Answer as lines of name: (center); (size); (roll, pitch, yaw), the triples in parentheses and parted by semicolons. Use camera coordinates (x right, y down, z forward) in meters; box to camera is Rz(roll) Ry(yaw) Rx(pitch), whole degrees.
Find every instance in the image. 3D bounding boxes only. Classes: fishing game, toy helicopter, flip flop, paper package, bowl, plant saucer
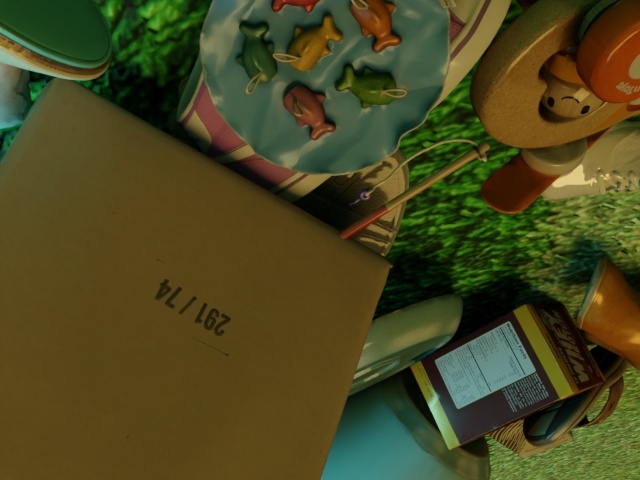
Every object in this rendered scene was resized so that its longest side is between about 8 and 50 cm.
fishing game: (0.005, -0.134, 0.516); (0.189, 0.041, 0.264); (-31, 105, 13)
toy helicopter: (0.286, -0.132, 0.654); (0.355, 0.140, 0.235); (-1, 140, -29)
flip flop: (0.431, 0.244, 1.138); (0.277, 0.080, 0.112); (-31, -177, -33)
paper package: (-0.144, 0.088, 0.581); (0.325, 0.309, 0.168); (30, 153, -20)
bowl: (0.140, 0.321, 1.108); (0.312, 0.311, 0.163); (25, 110, -40)
plant saucer: (0.055, 0.164, 0.950); (0.318, 0.043, 0.317); (-23, 162, -8)

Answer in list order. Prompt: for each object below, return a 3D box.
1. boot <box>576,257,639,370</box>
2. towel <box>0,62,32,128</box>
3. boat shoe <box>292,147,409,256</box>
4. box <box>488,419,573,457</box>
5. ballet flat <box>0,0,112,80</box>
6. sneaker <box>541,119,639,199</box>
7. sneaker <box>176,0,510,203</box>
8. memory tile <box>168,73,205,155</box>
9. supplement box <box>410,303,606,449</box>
boot: (0.474, 0.124, 0.985); (0.211, 0.104, 0.295); (21, 168, 29)
towel: (-0.358, -0.200, 0.428); (0.317, 0.053, 0.331); (-2, 143, -16)
boat shoe: (0.002, 0.002, 0.783); (0.118, 0.103, 0.320); (17, 132, -7)
box: (0.350, 0.301, 1.277); (0.113, 0.094, 0.275); (-30, 140, 20)
ballet flat: (-0.235, -0.169, 0.408); (0.086, 0.086, 0.248); (-30, 138, 22)
sneaker: (0.343, -0.079, 0.768); (0.212, 0.094, 0.080); (-20, 145, 10)
sneaker: (0.005, -0.152, 0.566); (0.282, 0.102, 0.161); (-38, 123, 18)
memory tile: (-0.072, -0.101, 0.679); (0.148, 0.012, 0.113); (7, 140, -25)
supplement box: (0.274, 0.192, 1.035); (0.194, 0.129, 0.191); (-34, 158, 26)
